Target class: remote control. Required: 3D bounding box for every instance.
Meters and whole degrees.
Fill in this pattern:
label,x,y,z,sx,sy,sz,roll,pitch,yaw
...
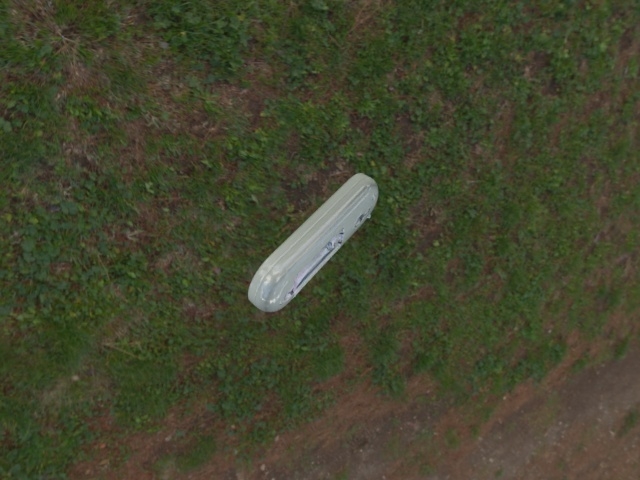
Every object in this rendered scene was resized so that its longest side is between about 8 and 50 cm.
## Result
label,x,y,z,sx,sy,sz,roll,pitch,yaw
remote control,0.000,0.000,0.548,0.221,0.042,0.078,-44,158,-29
